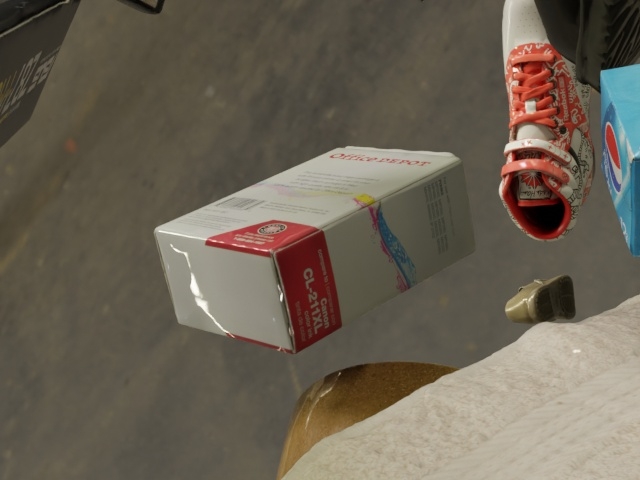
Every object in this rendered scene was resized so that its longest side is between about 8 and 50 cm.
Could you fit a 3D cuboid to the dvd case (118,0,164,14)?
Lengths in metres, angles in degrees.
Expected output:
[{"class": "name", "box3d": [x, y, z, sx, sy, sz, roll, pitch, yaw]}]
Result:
[{"class": "dvd case", "box3d": [-0.115, -0.278, 0.716, 0.022, 0.180, 0.253, 19, 91, 32]}]

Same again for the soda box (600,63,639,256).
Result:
[{"class": "soda box", "box3d": [0.245, -0.054, 0.589, 0.210, 0.067, 0.071, -9, 43, 4]}]

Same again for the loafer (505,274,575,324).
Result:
[{"class": "loafer", "box3d": [0.257, 0.069, 1.430, 0.050, 0.148, 0.056, -6, 86, 30]}]

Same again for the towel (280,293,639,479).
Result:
[{"class": "towel", "box3d": [0.142, 0.092, 0.558, 0.187, 0.282, 0.049, 14, 118, 49]}]

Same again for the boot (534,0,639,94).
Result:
[{"class": "boot", "box3d": [0.140, -0.267, 0.871, 0.260, 0.348, 0.131, 40, 82, 24]}]

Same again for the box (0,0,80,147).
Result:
[{"class": "box", "box3d": [-0.279, -0.115, 0.488, 0.097, 0.318, 0.395, -63, 11, 13]}]

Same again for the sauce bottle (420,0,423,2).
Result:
[{"class": "sauce bottle", "box3d": [0.074, -0.308, 1.302, 0.042, 0.128, 0.042, -39, 4, 3]}]

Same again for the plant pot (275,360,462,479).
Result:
[{"class": "plant pot", "box3d": [0.052, 0.245, 0.760, 0.237, 0.237, 0.254, -26, 28, 42]}]

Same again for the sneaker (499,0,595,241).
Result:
[{"class": "sneaker", "box3d": [0.235, -0.131, 1.295, 0.090, 0.270, 0.145, 0, 33, 25]}]

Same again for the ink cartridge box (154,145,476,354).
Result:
[{"class": "ink cartridge box", "box3d": [0.000, 0.000, 0.825, 0.127, 0.175, 0.072, 9, 118, 48]}]
